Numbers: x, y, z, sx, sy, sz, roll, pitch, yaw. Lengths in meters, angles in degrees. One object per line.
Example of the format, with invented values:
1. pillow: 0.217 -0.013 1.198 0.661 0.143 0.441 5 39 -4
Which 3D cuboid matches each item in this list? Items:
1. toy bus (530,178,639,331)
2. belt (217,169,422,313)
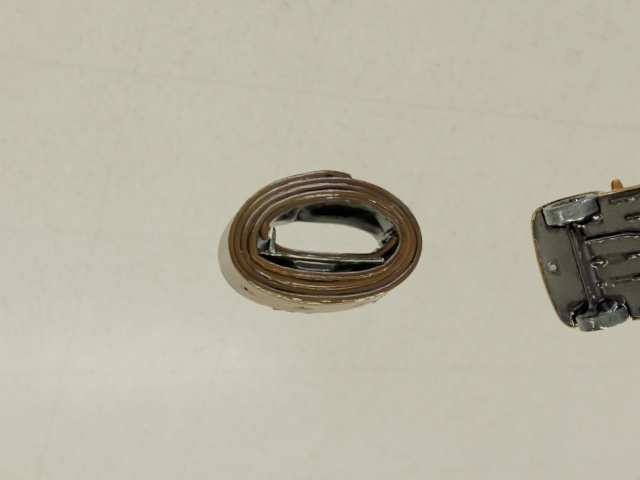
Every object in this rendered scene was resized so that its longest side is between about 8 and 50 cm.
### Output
1. toy bus: 0.226 -0.004 0.695 0.088 0.195 0.083 -23 98 -48
2. belt: 0.000 0.000 0.500 0.083 0.059 0.036 0 168 -13
